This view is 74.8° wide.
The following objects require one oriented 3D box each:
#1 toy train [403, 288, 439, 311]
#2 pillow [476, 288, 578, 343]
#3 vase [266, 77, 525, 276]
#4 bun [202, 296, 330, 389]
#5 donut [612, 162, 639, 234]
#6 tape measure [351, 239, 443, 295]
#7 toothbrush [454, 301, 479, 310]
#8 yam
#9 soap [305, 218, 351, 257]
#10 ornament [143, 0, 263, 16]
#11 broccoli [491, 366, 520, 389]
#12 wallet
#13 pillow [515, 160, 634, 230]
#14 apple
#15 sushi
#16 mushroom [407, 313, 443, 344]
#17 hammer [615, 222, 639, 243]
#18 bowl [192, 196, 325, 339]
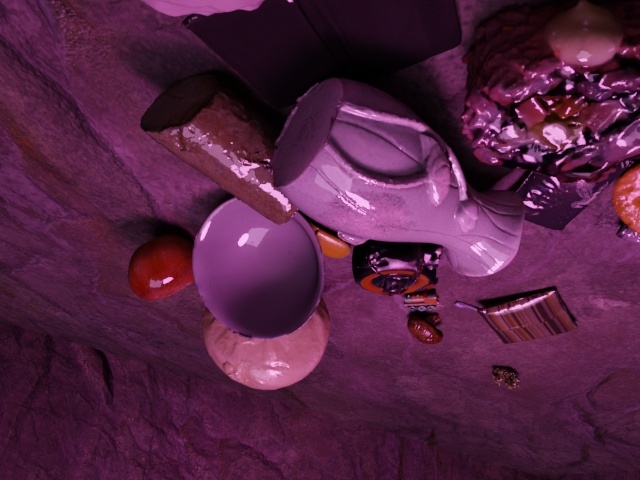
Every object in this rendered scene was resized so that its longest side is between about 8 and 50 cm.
[{"bbox_3d":[0.290,0.173,1.215,0.103,0.044,0.064,-6,138,21],"label":"toy train"},{"bbox_3d":[0.580,0.221,1.176,0.212,0.052,0.208,-23,131,32],"label":"pillow"},{"bbox_3d":[0.151,-0.086,0.721,0.446,0.249,0.250,23,144,-27],"label":"vase"},{"bbox_3d":[-0.147,0.215,1.174,0.365,0.364,0.202,11,133,3],"label":"bun"},{"bbox_3d":[0.595,-0.078,0.692,0.179,0.065,0.162,9,126,48],"label":"donut"},{"bbox_3d":[0.177,0.054,1.003,0.203,0.134,0.222,1,150,1],"label":"tape measure"},{"bbox_3d":[0.484,0.212,1.231,0.194,0.013,0.019,17,151,-6],"label":"toothbrush"},{"bbox_3d":[-0.156,-0.170,0.774,0.168,0.167,0.304,-23,132,40],"label":"yam"},{"bbox_3d":[0.000,0.000,1.071,0.169,0.033,0.089,28,142,-18],"label":"soap"},{"bbox_3d":[-0.106,-0.366,0.342,0.338,0.336,0.337,8,145,6],"label":"ornament"},{"bbox_3d":[0.674,0.507,1.519,0.095,0.092,0.096,-13,121,13],"label":"broccoli"},{"bbox_3d":[0.016,-0.285,0.578,0.323,0.041,0.247,-12,164,22],"label":"wallet"},{"bbox_3d":[0.444,-0.098,0.775,0.142,0.055,0.208,19,145,2],"label":"pillow"},{"bbox_3d":[-0.435,0.068,1.165,0.201,0.201,0.162,-33,81,46],"label":"apple"},{"bbox_3d":[0.327,-0.202,0.570,0.270,0.170,0.236,9,145,14],"label":"sushi"},{"bbox_3d":[0.328,0.280,1.313,0.126,0.084,0.109,38,139,-24],"label":"mushroom"},{"bbox_3d":[0.654,-0.118,0.669,0.152,0.044,0.426,31,146,27],"label":"hammer"},{"bbox_3d":[-0.127,0.056,1.034,0.346,0.345,0.157,-1,-173,19],"label":"bowl"}]
